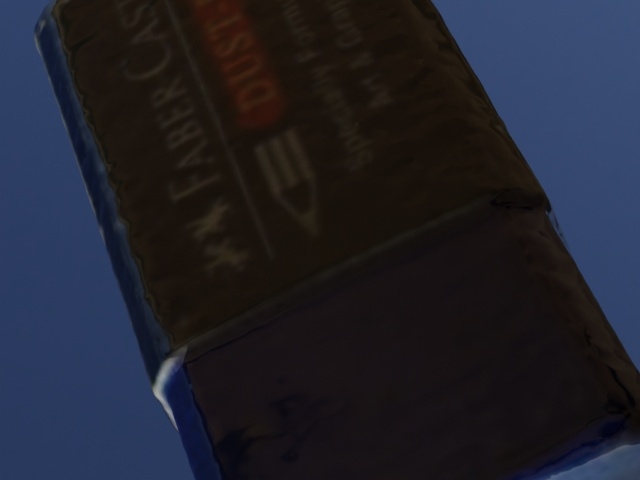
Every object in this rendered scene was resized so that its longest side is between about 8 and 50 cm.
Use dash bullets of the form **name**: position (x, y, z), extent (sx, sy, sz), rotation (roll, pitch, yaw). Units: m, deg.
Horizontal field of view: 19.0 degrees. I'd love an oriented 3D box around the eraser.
- **eraser**: position (0.000, 0.000, 0.695), extent (0.155, 0.101, 0.332), rotation (-26, -134, 2)
